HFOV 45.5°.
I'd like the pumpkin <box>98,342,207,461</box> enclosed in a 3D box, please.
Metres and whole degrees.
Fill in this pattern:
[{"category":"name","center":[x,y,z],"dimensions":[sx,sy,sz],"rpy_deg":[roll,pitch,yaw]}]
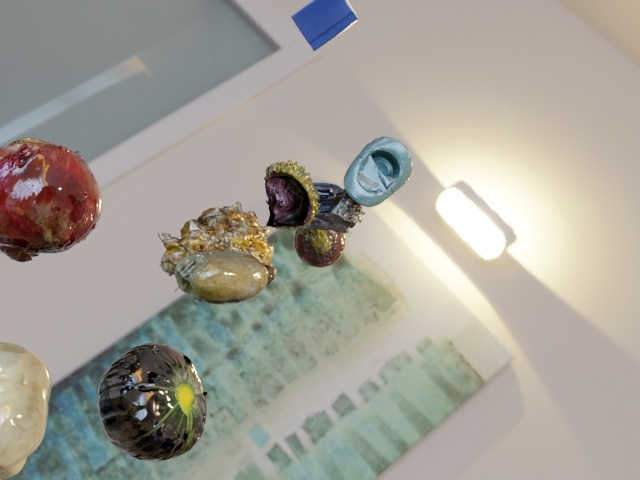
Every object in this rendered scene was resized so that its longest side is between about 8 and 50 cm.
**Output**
[{"category":"pumpkin","center":[-0.444,0.410,1.929],"dimensions":[0.296,0.296,0.295],"rpy_deg":[47,-20,23]}]

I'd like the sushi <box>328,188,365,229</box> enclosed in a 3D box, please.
[{"category":"sushi","center":[0.070,-0.075,1.933],"dimensions":[0.084,0.083,0.056],"rpy_deg":[45,-34,-24]}]

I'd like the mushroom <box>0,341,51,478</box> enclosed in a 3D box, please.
[{"category":"mushroom","center":[-0.808,0.421,1.877],"dimensions":[0.353,0.325,0.353],"rpy_deg":[37,-6,5]}]

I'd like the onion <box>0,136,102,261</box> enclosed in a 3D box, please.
[{"category":"onion","center":[-0.580,-0.080,1.534],"dimensions":[0.276,0.276,0.276],"rpy_deg":[47,-20,23]}]

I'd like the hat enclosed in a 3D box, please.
[{"category":"hat","center":[0.141,-0.170,1.923],"dimensions":[0.138,0.191,0.078],"rpy_deg":[47,-5,-4]}]

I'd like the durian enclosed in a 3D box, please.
[{"category":"durian","center":[-0.044,-0.106,1.555],"dimensions":[0.119,0.108,0.186],"rpy_deg":[17,-40,13]}]

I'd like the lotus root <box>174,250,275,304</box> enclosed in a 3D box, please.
[{"category":"lotus root","center":[-0.154,0.059,1.289],"dimensions":[0.113,0.192,0.088],"rpy_deg":[18,-77,44]}]

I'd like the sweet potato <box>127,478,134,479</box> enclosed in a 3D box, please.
[{"category":"sweet potato","center":[-0.549,0.750,2.048],"dimensions":[0.255,0.058,0.078],"rpy_deg":[-92,162,-47]}]

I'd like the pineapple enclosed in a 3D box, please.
[{"category":"pineapple","center":[-0.183,0.011,1.604],"dimensions":[0.158,0.335,0.161],"rpy_deg":[37,-68,40]}]

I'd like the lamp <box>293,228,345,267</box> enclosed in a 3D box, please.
[{"category":"lamp","center":[-0.002,0.005,2.275],"dimensions":[0.157,0.156,0.135],"rpy_deg":[14,3,-14]}]

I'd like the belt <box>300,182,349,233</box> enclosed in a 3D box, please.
[{"category":"belt","center":[-0.020,-0.102,2.119],"dimensions":[0.218,0.122,0.128],"rpy_deg":[3,-29,29]}]

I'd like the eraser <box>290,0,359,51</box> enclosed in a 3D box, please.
[{"category":"eraser","center":[0.007,-0.334,1.145],"dimensions":[0.063,0.085,0.027],"rpy_deg":[55,21,-13]}]
